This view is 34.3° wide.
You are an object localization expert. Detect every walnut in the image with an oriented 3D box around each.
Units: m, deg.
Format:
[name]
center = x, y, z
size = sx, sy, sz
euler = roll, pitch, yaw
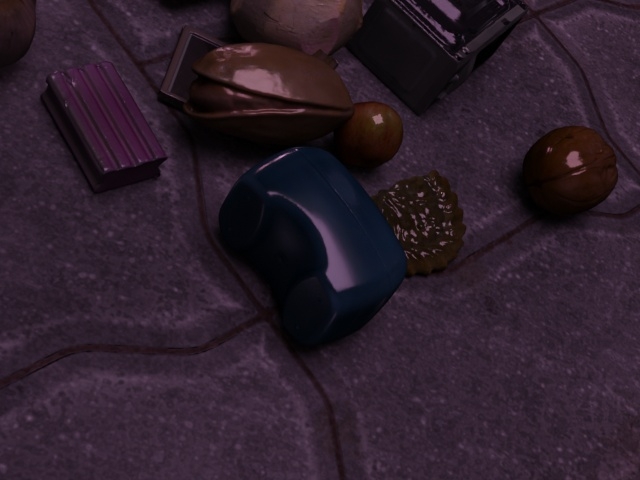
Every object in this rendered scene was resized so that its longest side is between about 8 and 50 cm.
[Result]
[walnut]
center = 0.478, -0.135, 1.978
size = 0.207, 0.167, 0.167
euler = -24, 72, -40

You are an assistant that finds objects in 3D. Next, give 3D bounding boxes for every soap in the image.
[soap]
center = -0.342, -0.181, 1.632
size = 0.122, 0.065, 0.203
euler = -19, 69, -36

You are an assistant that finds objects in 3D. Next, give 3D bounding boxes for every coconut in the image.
[coconut]
center = -0.034, -0.430, 1.867
size = 0.230, 0.227, 0.227
euler = 20, 51, -20

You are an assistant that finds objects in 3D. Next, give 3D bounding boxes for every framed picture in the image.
[framed picture]
center = -0.147, -0.263, 1.824
size = 0.260, 0.023, 0.189
euler = 24, 49, -13

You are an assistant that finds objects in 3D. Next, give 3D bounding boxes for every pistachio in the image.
[pistachio]
center = -0.080, -0.240, 1.715
size = 0.293, 0.162, 0.181
euler = 8, 18, -28

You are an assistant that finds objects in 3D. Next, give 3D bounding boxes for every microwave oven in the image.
[microwave oven]
center = 0.235, -0.426, 2.032
size = 0.237, 0.181, 0.295
euler = 45, 50, 5

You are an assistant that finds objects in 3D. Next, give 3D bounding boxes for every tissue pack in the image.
[tissue pack]
center = 0.000, 0.000, 1.603
size = 0.206, 0.198, 0.287
euler = -26, 71, -36

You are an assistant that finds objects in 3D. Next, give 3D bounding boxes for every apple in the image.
[apple]
center = 0.082, -0.185, 1.822
size = 0.126, 0.126, 0.102
euler = 14, 71, -19

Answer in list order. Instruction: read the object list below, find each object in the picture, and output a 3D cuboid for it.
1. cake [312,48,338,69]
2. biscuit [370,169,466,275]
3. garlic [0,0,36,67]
[cake]
center = -0.012, -0.296, 1.827
size = 0.052, 0.121, 0.065
euler = 45, 39, -3
[biscuit]
center = 0.161, -0.025, 1.813
size = 0.273, 0.036, 0.187
euler = -22, 71, -37
[garlic]
center = -0.551, -0.388, 1.529
size = 0.241, 0.322, 0.322
euler = 21, 49, 10
